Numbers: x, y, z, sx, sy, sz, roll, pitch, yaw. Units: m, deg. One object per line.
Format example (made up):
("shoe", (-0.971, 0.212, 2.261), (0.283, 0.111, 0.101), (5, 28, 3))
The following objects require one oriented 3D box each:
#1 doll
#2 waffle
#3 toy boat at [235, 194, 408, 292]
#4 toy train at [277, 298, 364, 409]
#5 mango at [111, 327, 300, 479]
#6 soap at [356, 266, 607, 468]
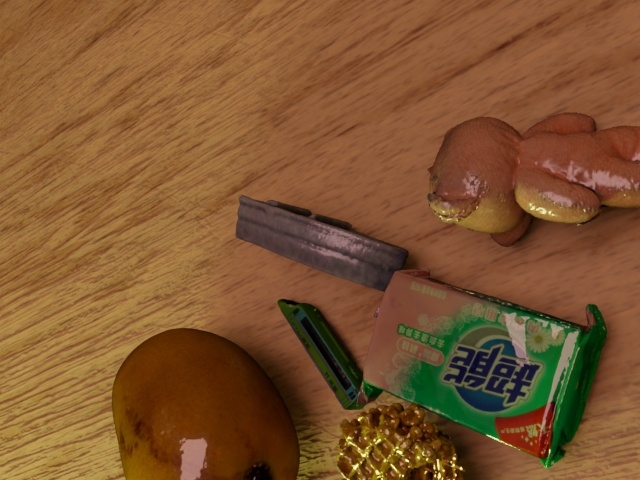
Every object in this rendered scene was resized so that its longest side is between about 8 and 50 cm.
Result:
("doll", (0.283, -0.062, 0.847), (0.303, 0.156, 0.201), (5, 40, 18))
("waffle", (0.102, 0.295, 0.861), (0.197, 0.070, 0.193), (-31, 84, 47))
("toy boat", (0.000, 0.000, 1.014), (0.283, 0.127, 0.078), (20, 91, 34))
("toy train", (0.006, 0.151, 1.025), (0.042, 0.044, 0.209), (-47, 57, 17))
("mango", (-0.184, 0.271, 1.026), (0.378, 0.221, 0.263), (34, 102, 44))
("soap", (0.190, 0.149, 0.865), (0.273, 0.098, 0.217), (17, 95, 39))
